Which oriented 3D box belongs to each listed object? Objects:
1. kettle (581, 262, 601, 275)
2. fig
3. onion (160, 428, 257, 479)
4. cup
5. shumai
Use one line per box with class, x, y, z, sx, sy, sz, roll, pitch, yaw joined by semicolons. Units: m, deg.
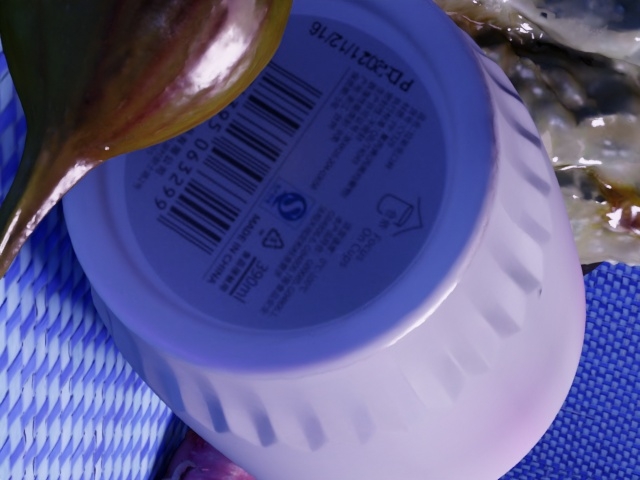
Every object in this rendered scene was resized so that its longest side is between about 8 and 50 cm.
kettle;0.138;-0.113;1.704;0.251;0.207;0.271;50;28;-58
fig;-0.102;-0.057;0.767;0.236;0.124;0.124;-58;169;0
onion;-0.013;0.207;1.330;0.163;0.230;0.230;-28;-139;69
cup;0.009;0.009;1.018;0.371;0.253;0.253;53;53;-74
shumai;0.155;-0.116;1.405;0.324;0.323;0.398;90;18;-61
